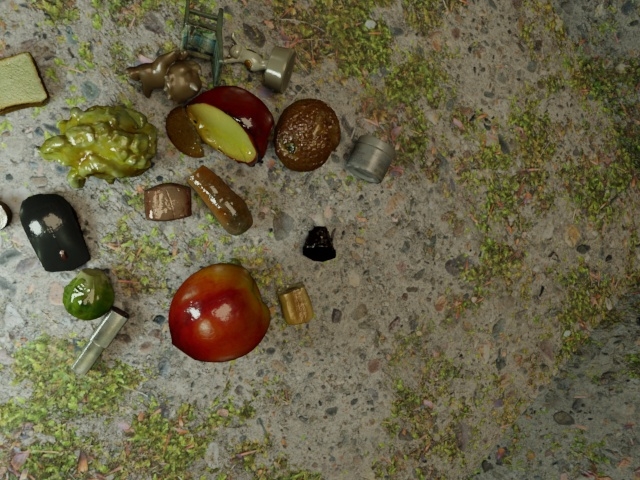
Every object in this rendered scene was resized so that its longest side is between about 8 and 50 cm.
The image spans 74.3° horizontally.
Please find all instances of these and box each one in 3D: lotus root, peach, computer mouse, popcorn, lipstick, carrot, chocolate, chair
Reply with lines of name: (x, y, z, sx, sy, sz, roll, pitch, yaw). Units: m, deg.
lotus root: (-1.120, -0.078, 1.430, 0.122, 0.081, 0.112, -8, 99, -20)
peach: (-0.386, 0.278, 1.582, 0.389, 0.388, 0.387, -2, 95, -20)
computer mouse: (-0.940, -0.024, 1.495, 0.168, 0.087, 0.295, -21, 103, -20)
popcorn: (-0.736, -0.336, 1.443, 0.336, 0.279, 0.274, 4, 138, -10)
lipstick: (-0.821, 0.372, 1.574, 0.077, 0.079, 0.252, 37, 81, -18)
carrot: (-0.388, -0.154, 1.662, 0.138, 0.139, 0.302, -46, 107, -11)
chocolate: (0.000, 0.000, 1.829, 0.156, 0.156, 0.133, 15, 61, -20)
chair: (-0.435, -0.720, 1.540, 0.147, 0.136, 0.270, 6, 65, -21)
peach: (-0.332, -0.463, 1.615, 0.362, 0.257, 0.201, 26, 57, 5)

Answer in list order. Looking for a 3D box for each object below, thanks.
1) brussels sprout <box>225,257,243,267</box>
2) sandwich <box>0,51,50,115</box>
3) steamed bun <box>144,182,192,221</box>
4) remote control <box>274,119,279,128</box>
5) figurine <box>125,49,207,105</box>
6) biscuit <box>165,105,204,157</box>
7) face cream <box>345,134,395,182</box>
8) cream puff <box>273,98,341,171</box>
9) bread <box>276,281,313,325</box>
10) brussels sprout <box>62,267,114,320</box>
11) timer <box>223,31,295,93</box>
brussels sprout: (-0.360, 0.116, 1.734, 0.085, 0.058, 0.085, 0, 94, -3)
sandwich: (-1.055, -0.528, 1.426, 0.215, 0.065, 0.186, -23, 102, -17)
steamed bun: (-0.580, -0.147, 1.609, 0.175, 0.106, 0.144, -7, 97, -29)
remote control: (-0.152, -0.449, 1.772, 0.074, 0.032, 0.122, -16, 100, -18)
figurine: (-0.543, -0.570, 1.529, 0.247, 0.177, 0.172, -21, 109, -4)
biscuit: (-0.523, -0.405, 1.605, 0.126, 0.025, 0.206, -3, 126, 19)
face cream: (0.216, -0.349, 1.836, 0.177, 0.177, 0.152, 27, 86, -20)
cream puff: (-0.036, -0.417, 1.683, 0.303, 0.212, 0.302, -33, 130, -50)
bread: (-0.109, 0.274, 1.819, 0.134, 0.085, 0.173, -16, 98, -21)
brussels sprout: (-0.832, 0.196, 1.528, 0.162, 0.144, 0.180, 28, 98, 15)
timer: (-0.249, -0.711, 1.675, 0.266, 0.175, 0.175, 19, 88, -2)
